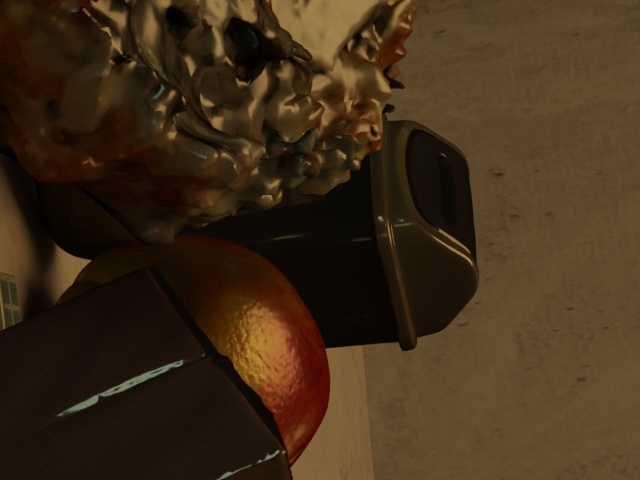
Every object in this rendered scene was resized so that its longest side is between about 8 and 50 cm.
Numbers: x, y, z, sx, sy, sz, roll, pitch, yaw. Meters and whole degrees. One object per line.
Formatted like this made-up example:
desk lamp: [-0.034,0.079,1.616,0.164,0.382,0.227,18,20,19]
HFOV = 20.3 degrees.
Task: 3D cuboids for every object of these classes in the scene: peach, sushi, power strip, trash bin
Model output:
peach: [-0.092,0.094,1.234,0.190,0.190,0.192,-91,163,-51]
sushi: [-0.084,-0.200,1.041,0.417,0.176,0.417,18,66,-47]
power strip: [-0.198,0.062,1.120,0.040,0.016,0.090,39,42,-80]
trash bin: [0.000,0.000,1.679,0.209,0.290,0.182,-89,168,-50]

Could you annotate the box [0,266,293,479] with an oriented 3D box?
box: [-0.097,0.164,1.010,0.188,0.153,0.252,50,-17,43]

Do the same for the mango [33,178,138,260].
mango: [-0.149,-0.118,1.219,0.129,0.146,0.289,-76,157,-64]
